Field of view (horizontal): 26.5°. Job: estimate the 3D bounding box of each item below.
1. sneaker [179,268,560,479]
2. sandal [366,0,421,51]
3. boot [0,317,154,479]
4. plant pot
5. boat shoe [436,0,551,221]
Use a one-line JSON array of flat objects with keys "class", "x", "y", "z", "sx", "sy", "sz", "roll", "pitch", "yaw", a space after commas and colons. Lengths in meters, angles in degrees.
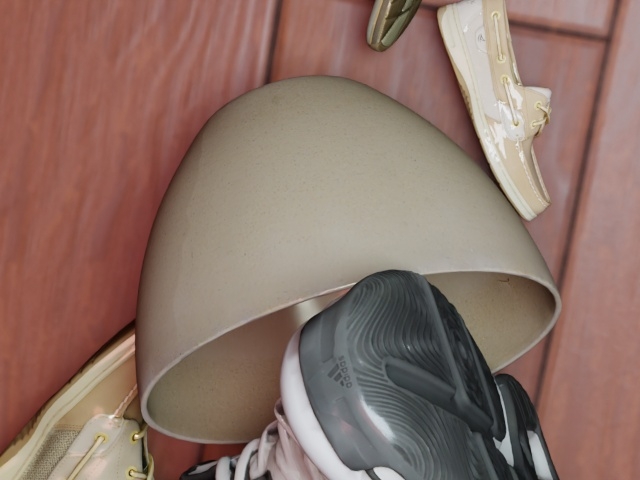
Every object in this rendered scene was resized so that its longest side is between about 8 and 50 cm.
[{"class": "sneaker", "x": 0.003, "y": 0.167, "z": 0.857, "sx": 0.258, "sy": 0.447, "sz": 0.169, "roll": -22, "pitch": 68, "yaw": 11}, {"class": "sandal", "x": 0.053, "y": -0.226, "z": 0.981, "sx": 0.049, "sy": 0.072, "sz": 0.180, "roll": 11, "pitch": 97, "yaw": 21}, {"class": "boot", "x": -0.132, "y": 0.191, "z": 1.038, "sx": 0.203, "sy": 0.095, "sz": 0.262, "roll": 42, "pitch": 101, "yaw": 0}, {"class": "plant pot", "x": 0.000, "y": 0.000, "z": 0.934, "sx": 0.284, "sy": 0.284, "sz": 0.190, "roll": -18, "pitch": 67, "yaw": 8}, {"class": "boat shoe", "x": 0.139, "y": -0.099, "z": 0.987, "sx": 0.059, "sy": 0.063, "sz": 0.170, "roll": -21, "pitch": 94, "yaw": 14}]
